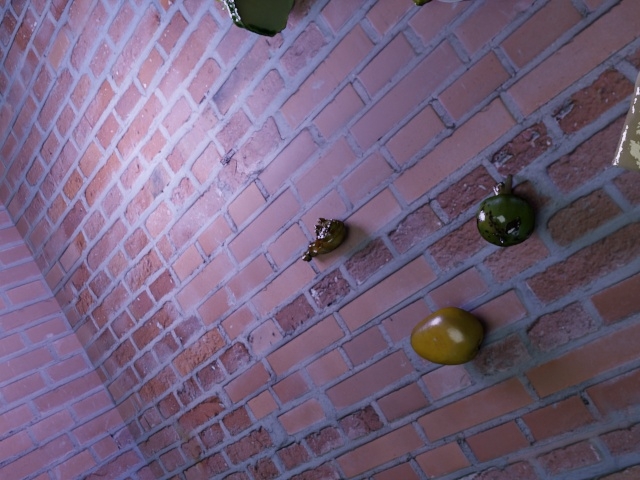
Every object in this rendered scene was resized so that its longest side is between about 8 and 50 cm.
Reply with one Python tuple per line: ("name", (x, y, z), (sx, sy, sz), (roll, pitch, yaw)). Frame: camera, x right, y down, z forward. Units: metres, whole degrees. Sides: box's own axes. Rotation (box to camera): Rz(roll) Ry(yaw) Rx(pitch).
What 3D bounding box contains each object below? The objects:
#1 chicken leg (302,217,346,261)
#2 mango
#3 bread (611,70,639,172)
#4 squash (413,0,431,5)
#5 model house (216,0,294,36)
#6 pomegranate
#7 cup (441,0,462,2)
("chicken leg", (0.000, 0.000, 1.746), (0.093, 0.070, 0.178), (60, 141, 14))
("mango", (0.291, 0.224, 1.563), (0.195, 0.098, 0.137), (-13, 99, 49))
("bread", (0.606, -0.201, 1.176), (0.139, 0.060, 0.178), (23, 119, 30))
("squash", (0.198, -0.569, 1.343), (0.123, 0.123, 0.187), (5, 108, 38))
("model house", (-0.185, -0.619, 1.600), (0.189, 0.195, 0.214), (34, 122, 35))
("pomegranate", (0.382, -0.060, 1.388), (0.122, 0.122, 0.162), (-21, 54, 42))
("cup", (0.308, -0.528, 1.209), (0.221, 0.202, 0.167), (-12, 97, 41))
